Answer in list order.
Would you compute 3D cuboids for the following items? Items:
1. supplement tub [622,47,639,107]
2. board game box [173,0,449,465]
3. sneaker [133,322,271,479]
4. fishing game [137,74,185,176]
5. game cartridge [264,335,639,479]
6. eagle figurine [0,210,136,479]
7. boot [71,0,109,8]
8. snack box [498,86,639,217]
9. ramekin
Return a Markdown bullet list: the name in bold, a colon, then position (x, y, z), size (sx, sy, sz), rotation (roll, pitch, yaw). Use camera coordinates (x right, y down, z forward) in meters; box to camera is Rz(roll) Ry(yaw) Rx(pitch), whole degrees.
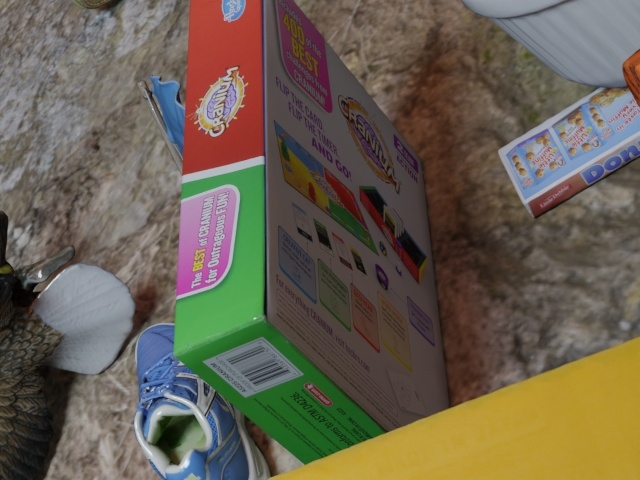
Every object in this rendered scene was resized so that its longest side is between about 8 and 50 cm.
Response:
- **supplement tub**: position (0.361, -0.148, 0.827), size (0.338, 0.207, 0.207), rotation (-39, 42, 5)
- **board game box**: position (0.000, 0.000, 0.962), size (0.064, 0.242, 0.316), rotation (-23, 44, 22)
- **sneaker**: position (-0.099, 0.124, 1.057), size (0.080, 0.081, 0.211), rotation (-41, 40, 5)
- **fishing game**: position (-0.077, -0.049, 1.099), size (0.041, 0.189, 0.264), rotation (-29, 13, -11)
- **game cartridge**: position (0.120, 0.233, 0.702), size (0.285, 0.052, 0.323), rotation (-21, 63, 5)
- **eagle figurine**: position (-0.311, 0.114, 1.126), size (0.225, 0.226, 0.298), rotation (-50, 9, 33)
- **boot**: position (-0.158, -0.302, 1.459), size (0.213, 0.077, 0.165), rotation (-43, 43, -4)
- **snack box**: position (0.218, -0.087, 1.028), size (0.178, 0.022, 0.064), rotation (-32, 44, 13)
- **ramekin**: position (0.232, -0.229, 1.011), size (0.273, 0.127, 0.273), rotation (-37, 26, 21)
